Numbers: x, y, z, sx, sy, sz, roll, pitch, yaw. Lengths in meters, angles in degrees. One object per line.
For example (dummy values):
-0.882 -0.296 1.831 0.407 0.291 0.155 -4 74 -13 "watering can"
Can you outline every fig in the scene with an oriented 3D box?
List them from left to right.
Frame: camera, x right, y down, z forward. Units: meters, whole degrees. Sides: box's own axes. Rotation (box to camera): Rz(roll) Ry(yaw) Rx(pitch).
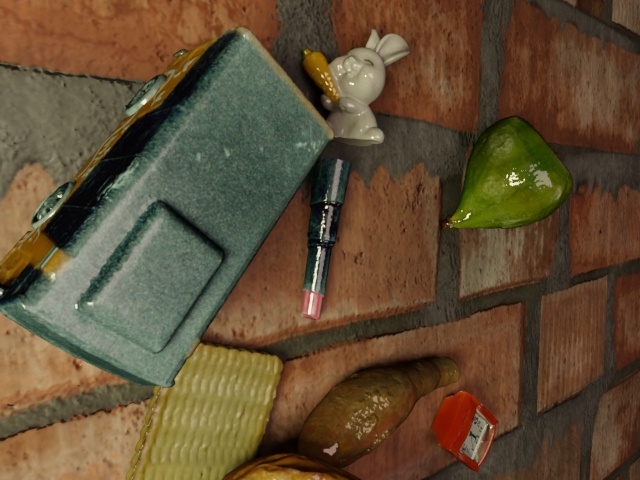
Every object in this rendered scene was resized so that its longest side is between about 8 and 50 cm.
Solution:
0.328 -0.095 0.913 0.235 0.203 0.203 -41 127 16 "fig"

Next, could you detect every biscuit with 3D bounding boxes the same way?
-0.147 0.257 0.614 0.172 0.029 0.254 22 80 -39 "biscuit"

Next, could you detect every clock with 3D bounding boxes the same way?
0.284 0.373 0.959 0.155 0.061 0.113 46 66 -36 "clock"

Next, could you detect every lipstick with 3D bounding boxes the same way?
0.000 0.000 0.705 0.053 0.053 0.234 6 95 -39 "lipstick"

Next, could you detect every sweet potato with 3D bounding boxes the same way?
0.105 0.247 0.777 0.385 0.109 0.109 -16 104 -42 "sweet potato"

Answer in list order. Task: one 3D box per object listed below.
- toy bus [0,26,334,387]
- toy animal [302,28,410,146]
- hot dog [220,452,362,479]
-0.148 -0.036 0.480 0.162 0.194 0.323 45 66 -34 "toy bus"
0.050 -0.233 0.708 0.127 0.131 0.181 -2 105 -71 "toy animal"
-0.004 0.424 0.622 0.267 0.174 0.387 -40 126 -8 "hot dog"
